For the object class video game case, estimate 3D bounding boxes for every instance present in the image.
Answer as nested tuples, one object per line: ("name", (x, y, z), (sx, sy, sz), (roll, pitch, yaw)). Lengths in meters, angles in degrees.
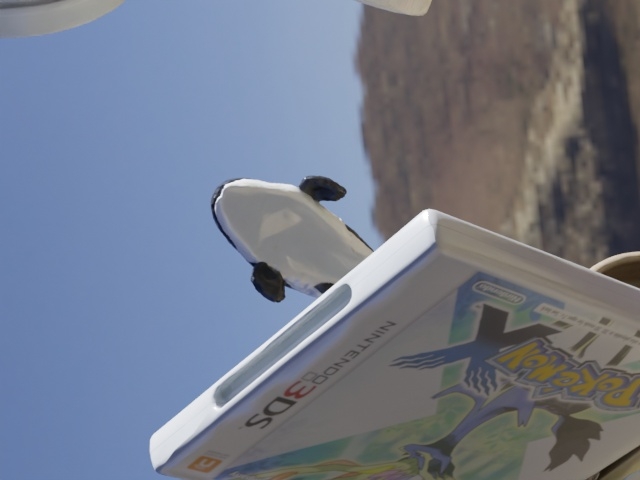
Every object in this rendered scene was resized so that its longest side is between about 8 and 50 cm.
("video game case", (0.097, 0.114, 1.232), (0.329, 0.300, 0.036), (19, -136, -37))

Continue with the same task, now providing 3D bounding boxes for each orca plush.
("orca plush", (0.000, 0.000, 2.021), (0.102, 0.287, 0.151), (-152, 73, -74))

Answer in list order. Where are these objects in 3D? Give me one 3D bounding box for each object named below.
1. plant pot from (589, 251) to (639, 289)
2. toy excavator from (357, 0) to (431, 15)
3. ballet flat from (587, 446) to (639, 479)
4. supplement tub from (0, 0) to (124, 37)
("plant pot", (0.381, 0.181, 2.094), (0.229, 0.263, 0.263), (112, 161, -51))
("toy excavator", (0.022, -0.308, 1.525), (0.433, 0.445, 0.222), (-2, -64, -52))
("ballet flat", (0.289, 0.158, 1.397), (0.086, 0.248, 0.086), (56, 172, 12))
("supplement tub", (-0.273, -0.357, 1.502), (0.228, 0.228, 0.316), (-86, -8, -55))
